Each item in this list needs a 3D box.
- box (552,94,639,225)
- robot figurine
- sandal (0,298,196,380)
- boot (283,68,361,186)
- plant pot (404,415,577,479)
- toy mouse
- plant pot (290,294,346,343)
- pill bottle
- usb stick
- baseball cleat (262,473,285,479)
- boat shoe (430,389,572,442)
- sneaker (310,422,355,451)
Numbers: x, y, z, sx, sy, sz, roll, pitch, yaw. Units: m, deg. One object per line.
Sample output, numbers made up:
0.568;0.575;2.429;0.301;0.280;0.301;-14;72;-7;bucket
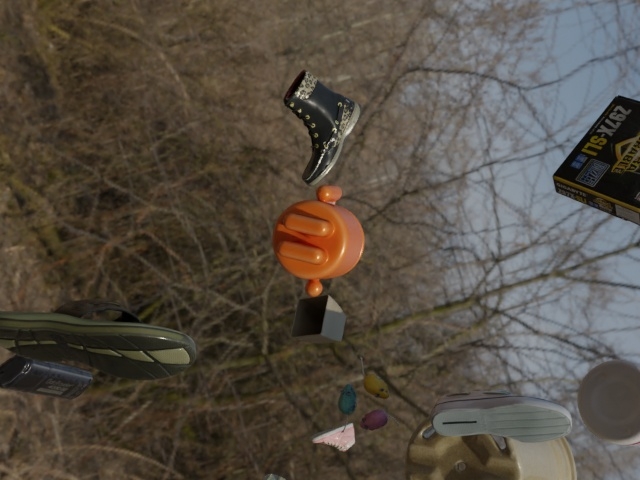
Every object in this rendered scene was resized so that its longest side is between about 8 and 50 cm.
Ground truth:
0.801;-0.213;2.015;0.257;0.322;0.079;29;-19;40;box
-0.001;0.002;1.259;0.158;0.128;0.219;65;14;8;robot figurine
-0.318;0.120;1.078;0.120;0.303;0.086;88;14;-50;sandal
-0.025;-0.267;1.842;0.179;0.236;0.085;33;-8;-26;boot
0.319;0.462;1.560;0.305;0.334;0.333;34;35;-59;plant pot
0.085;0.349;1.617;0.161;0.143;0.031;46;9;22;toy mouse
0.003;0.211;1.986;0.096;0.109;0.109;34;57;-39;plant pot
0.647;0.335;1.561;0.283;0.160;0.160;20;44;-45;pill bottle
-0.502;0.253;1.434;0.045;0.077;0.278;47;-5;17;usb stick
-0.060;0.588;1.633;0.206;0.072;0.109;43;-51;19;baseball cleat
0.297;0.277;1.288;0.076;0.226;0.083;-62;149;-60;boat shoe
0.039;0.551;2.136;0.051;0.134;0.070;-21;-99;58;sneaker
